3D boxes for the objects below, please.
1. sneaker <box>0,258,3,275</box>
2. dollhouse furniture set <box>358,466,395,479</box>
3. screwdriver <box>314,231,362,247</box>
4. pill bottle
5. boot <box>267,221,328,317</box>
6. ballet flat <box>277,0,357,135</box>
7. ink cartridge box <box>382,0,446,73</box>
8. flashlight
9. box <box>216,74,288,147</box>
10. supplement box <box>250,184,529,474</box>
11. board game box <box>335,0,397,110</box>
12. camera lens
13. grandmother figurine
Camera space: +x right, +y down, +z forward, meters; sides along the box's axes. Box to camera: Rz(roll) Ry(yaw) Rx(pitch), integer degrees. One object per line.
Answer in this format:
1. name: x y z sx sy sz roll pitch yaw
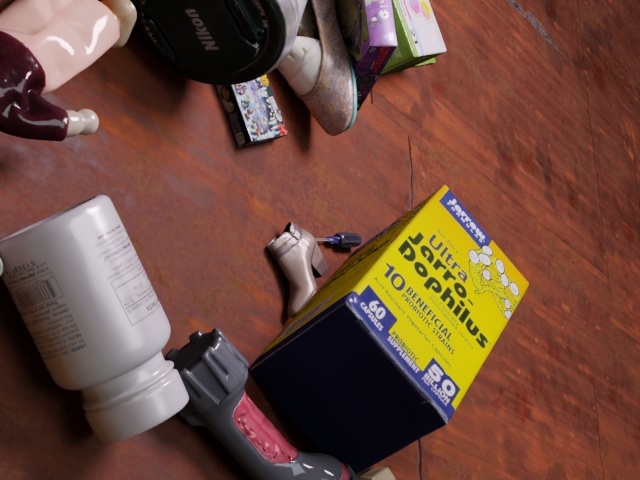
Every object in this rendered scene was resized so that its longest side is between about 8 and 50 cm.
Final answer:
1. sneaker: -0.356 0.021 1.093 0.134 0.070 0.051 12 66 -51
2. dollhouse furniture set: 0.082 0.354 1.559 0.114 0.091 0.081 -14 101 -60
3. screwdriver: 0.000 0.000 1.672 0.170 0.025 0.024 -1 75 -46
4. pill bottle: -0.226 0.081 1.193 0.131 0.131 0.229 -36 104 -56
5. boot: -0.039 0.035 1.577 0.087 0.042 0.118 47 45 -17
6. ballet flat: -0.025 -0.298 1.726 0.106 0.107 0.316 6 62 -33
7. ink cartridge box: 0.146 -0.392 2.001 0.255 0.097 0.188 -23 93 -56
8. flashlight: -0.060 0.230 1.384 0.304 0.103 0.103 55 38 -24
9. box: -0.100 -0.200 1.612 0.094 0.027 0.137 -22 92 -58
10. supplement box: 0.102 0.112 1.560 0.194 0.195 0.356 49 36 -4
11. board game box: 0.046 -0.395 1.778 0.056 0.208 0.346 -2 71 -11
12. camera lens: -0.116 -0.350 1.490 0.219 0.219 0.274 47 40 -32
13. grandmother figurine: -0.321 -0.179 1.230 0.208 0.104 0.342 38 41 0
